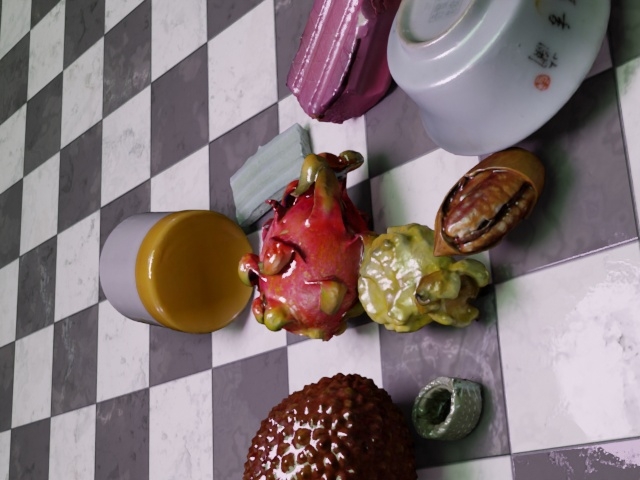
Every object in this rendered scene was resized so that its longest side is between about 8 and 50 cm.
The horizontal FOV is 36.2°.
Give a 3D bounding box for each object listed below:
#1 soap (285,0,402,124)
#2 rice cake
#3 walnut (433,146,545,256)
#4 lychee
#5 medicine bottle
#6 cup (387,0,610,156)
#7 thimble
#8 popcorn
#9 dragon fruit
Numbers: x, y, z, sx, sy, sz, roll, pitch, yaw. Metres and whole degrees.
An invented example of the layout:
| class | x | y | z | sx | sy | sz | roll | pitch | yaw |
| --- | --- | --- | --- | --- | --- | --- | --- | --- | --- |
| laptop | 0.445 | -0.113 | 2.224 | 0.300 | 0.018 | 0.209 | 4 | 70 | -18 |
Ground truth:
| class | x | y | z | sx | sy | sz | roll | pitch | yaw |
| --- | --- | --- | --- | --- | --- | --- | --- | --- | --- |
| soap | 0.050 | -0.341 | 1.686 | 0.182 | 0.112 | 0.289 | 53 | 135 | 40 |
| rice cake | -0.099 | -0.126 | 1.913 | 0.237 | 0.043 | 0.127 | -36 | 53 | 39 |
| walnut | 0.236 | -0.050 | 1.399 | 0.207 | 0.116 | 0.116 | -42 | 45 | 1 |
| lychee | 0.015 | 0.343 | 1.468 | 0.276 | 0.275 | 0.304 | 43 | 122 | 47 |
| medicine bottle | -0.285 | 0.058 | 1.942 | 0.232 | 0.238 | 0.238 | 2 | 82 | 53 |
| cup | 0.222 | -0.310 | 1.407 | 0.347 | 0.163 | 0.347 | -33 | 42 | 37 |
| thimble | 0.188 | 0.246 | 1.446 | 0.110 | 0.062 | 0.084 | -58 | 42 | 24 |
| popcorn | 0.146 | 0.070 | 1.472 | 0.195 | 0.173 | 0.168 | 39 | 98 | 43 |
| dragon fruit | -0.012 | 0.010 | 1.626 | 0.243 | 0.227 | 0.307 | -40 | 49 | 33 |
